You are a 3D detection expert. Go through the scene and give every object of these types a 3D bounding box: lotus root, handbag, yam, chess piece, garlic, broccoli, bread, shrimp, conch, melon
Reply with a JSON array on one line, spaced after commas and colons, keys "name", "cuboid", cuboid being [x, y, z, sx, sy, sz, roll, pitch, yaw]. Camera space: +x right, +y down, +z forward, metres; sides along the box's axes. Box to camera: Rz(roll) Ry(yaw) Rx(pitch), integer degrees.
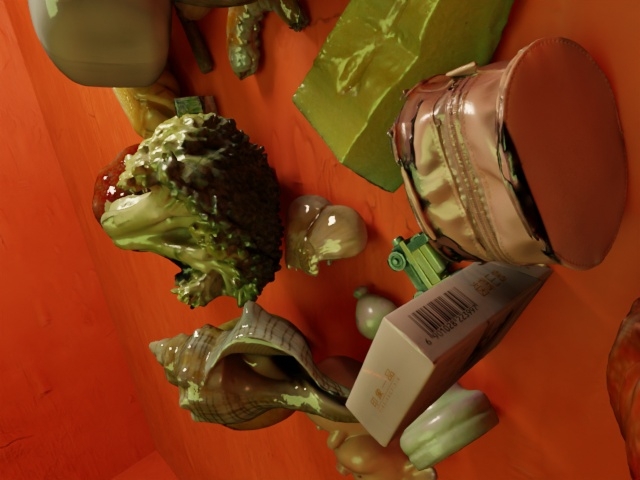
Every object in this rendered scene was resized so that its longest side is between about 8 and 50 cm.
[{"name": "lotus root", "cuboid": [-0.218, -0.434, 0.756, 0.073, 0.062, 0.150, 46, 146, -12]}, {"name": "handbag", "cuboid": [0.174, -0.070, 0.397, 0.116, 0.179, 0.205, -4, 115, 59]}, {"name": "yam", "cuboid": [-0.244, -0.394, 0.833, 0.032, 0.032, 0.146, -20, 94, 53]}, {"name": "chess piece", "cuboid": [0.127, 0.180, 0.651, 0.272, 0.139, 0.139, 58, 144, 29]}, {"name": "garlic", "cuboid": [0.007, -0.010, 0.704, 0.174, 0.099, 0.124, 11, 101, 44]}, {"name": "broccoli", "cuboid": [-0.207, -0.032, 0.713, 0.280, 0.348, 0.294, -6, 80, 13]}, {"name": "bread", "cuboid": [-0.393, -0.362, 0.955, 0.173, 0.121, 0.311, -33, 83, 57]}, {"name": "shrimp", "cuboid": [-0.084, -0.321, 0.679, 0.166, 0.049, 0.161, 29, 129, 28]}, {"name": "conch", "cuboid": [-0.096, 0.189, 0.682, 0.385, 0.170, 0.203, -1, 123, 5]}, {"name": "melon", "cuboid": [0.093, -0.219, 0.456, 0.196, 0.124, 0.323, 49, 133, 13]}]

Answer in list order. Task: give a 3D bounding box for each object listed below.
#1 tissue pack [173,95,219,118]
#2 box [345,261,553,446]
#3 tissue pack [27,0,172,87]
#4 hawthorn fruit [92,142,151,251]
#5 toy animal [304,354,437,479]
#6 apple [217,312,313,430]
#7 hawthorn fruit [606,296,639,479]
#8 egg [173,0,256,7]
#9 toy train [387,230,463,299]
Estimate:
[{"name": "tissue pack", "cuboid": [-0.246, -0.238, 0.890, 0.085, 0.079, 0.111, -113, 15, -70]}, {"name": "box", "cuboid": [0.144, 0.104, 0.475, 0.067, 0.233, 0.150, 44, 137, 28]}, {"name": "tissue pack", "cuboid": [-0.379, -0.460, 0.752, 0.236, 0.229, 0.333, 155, 108, -67]}, {"name": "hawthorn fruit", "cuboid": [-0.405, -0.100, 1.027, 0.300, 0.254, 0.254, 18, 123, 58]}, {"name": "toy animal", "cuboid": [0.068, 0.313, 0.751, 0.250, 0.154, 0.166, 53, -179, -1]}, {"name": "apple", "cuboid": [-0.138, 0.260, 0.892, 0.260, 0.260, 0.194, 9, 124, 47]}, {"name": "hawthorn fruit", "cuboid": [0.336, 0.103, 0.233, 0.299, 0.275, 0.276, 16, 122, 33]}, {"name": "egg", "cuboid": [-0.165, -0.455, 0.455, 0.428, 0.345, 0.345, 50, 143, -6]}, {"name": "toy train", "cuboid": [0.146, 0.041, 0.592, 0.081, 0.050, 0.122, -41, 76, 47]}]
